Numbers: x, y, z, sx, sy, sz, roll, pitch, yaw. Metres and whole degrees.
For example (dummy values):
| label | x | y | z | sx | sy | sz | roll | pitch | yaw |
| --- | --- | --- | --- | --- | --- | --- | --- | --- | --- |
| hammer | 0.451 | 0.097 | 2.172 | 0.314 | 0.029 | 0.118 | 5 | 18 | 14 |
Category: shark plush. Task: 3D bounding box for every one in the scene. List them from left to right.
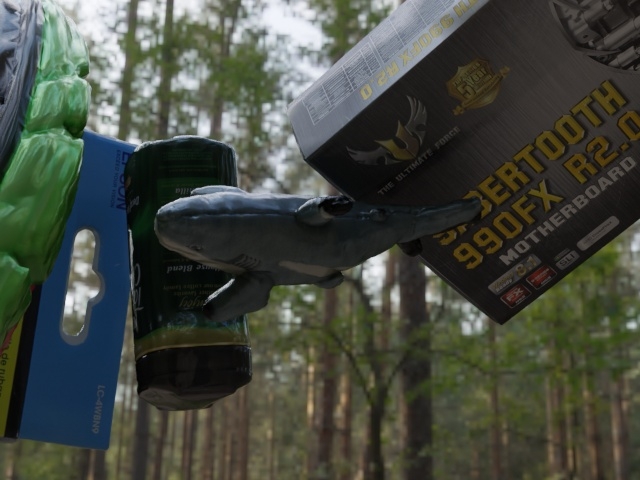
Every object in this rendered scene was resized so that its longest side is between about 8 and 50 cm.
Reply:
| label | x | y | z | sx | sy | sz | roll | pitch | yaw |
| --- | --- | --- | --- | --- | --- | --- | --- | --- | --- |
| shark plush | 0.000 | 0.000 | 0.597 | 0.161 | 0.073 | 0.067 | 6 | -25 | -4 |

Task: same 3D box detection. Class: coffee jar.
| label | x | y | z | sx | sy | sz | roll | pitch | yaw |
| --- | --- | --- | --- | --- | --- | --- | --- | --- | --- |
| coffee jar | -0.095 | 0.026 | 0.854 | 0.079 | 0.184 | 0.096 | -1 | -15 | -18 |

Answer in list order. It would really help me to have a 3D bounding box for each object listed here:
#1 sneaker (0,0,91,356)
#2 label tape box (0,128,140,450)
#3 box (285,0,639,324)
| label | x | y | z | sx | sy | sz | roll | pitch | yaw |
| --- | --- | --- | --- | --- | --- | --- | --- | --- | --- |
| sneaker | -0.238 | 0.042 | 0.429 | 0.202 | 0.483 | 0.185 | 35 | -41 | -9 |
| label tape box | -0.321 | 0.015 | 0.896 | 0.347 | 0.249 | 0.115 | 13 | -16 | -27 |
| box | 0.126 | -0.080 | 0.648 | 0.231 | 0.056 | 0.183 | -40 | -52 | 15 |
